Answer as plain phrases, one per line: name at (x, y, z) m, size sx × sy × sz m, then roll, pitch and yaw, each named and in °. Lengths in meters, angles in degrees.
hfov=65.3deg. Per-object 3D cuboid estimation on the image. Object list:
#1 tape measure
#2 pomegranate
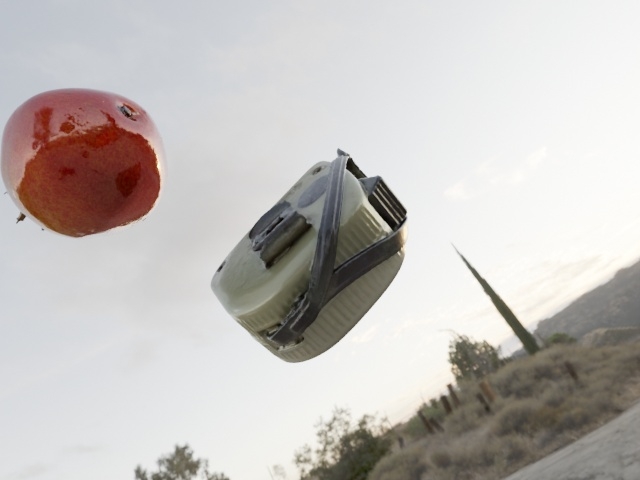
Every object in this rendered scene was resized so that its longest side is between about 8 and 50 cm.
tape measure at (0.000, 0.000, 0.596) m, size 0.271 × 0.231 × 0.133 m, roll -45°, pitch -67°, yaw -10°
pomegranate at (-0.346, -0.100, 0.727) m, size 0.256 × 0.221 × 0.221 m, roll -28°, pitch -24°, yaw 26°
